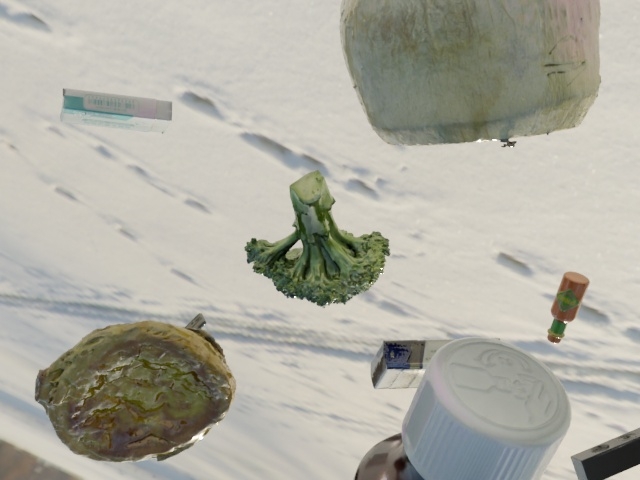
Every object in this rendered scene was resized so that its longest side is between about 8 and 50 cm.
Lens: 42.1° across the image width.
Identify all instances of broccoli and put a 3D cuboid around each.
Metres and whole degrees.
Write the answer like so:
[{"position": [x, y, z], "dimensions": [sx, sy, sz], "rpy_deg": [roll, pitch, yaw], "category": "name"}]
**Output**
[{"position": [0.031, 0.001, 2.192], "dimensions": [0.353, 0.274, 0.397], "rpy_deg": [1, 133, -31], "category": "broccoli"}]

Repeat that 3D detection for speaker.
[{"position": [0.503, 0.340, 1.348], "dimensions": [0.040, 0.191, 0.046], "rpy_deg": [163, 89, -79], "category": "speaker"}]

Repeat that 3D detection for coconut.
[{"position": [0.207, -0.330, 1.207], "dimensions": [0.405, 0.404, 0.404], "rpy_deg": [22, 159, 9], "category": "coconut"}]

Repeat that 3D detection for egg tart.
[{"position": [-0.315, 0.247, 1.453], "dimensions": [0.341, 0.129, 0.341], "rpy_deg": [-7, 129, -9], "category": "egg tart"}]

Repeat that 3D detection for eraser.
[{"position": [-0.437, -0.276, 1.774], "dimensions": [0.225, 0.052, 0.095], "rpy_deg": [4, 168, -20], "category": "eraser"}]

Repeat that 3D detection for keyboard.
[{"position": [-0.342, 0.242, 2.115], "dimensions": [0.015, 0.129, 0.049], "rpy_deg": [44, -179, -37], "category": "keyboard"}]

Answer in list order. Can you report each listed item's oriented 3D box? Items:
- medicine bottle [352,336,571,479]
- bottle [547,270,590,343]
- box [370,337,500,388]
[{"position": [0.159, 0.304, 1.027], "dimensions": [0.243, 0.242, 0.395], "rpy_deg": [20, 121, 12], "category": "medicine bottle"}, {"position": [0.611, 0.172, 2.075], "dimensions": [0.069, 0.187, 0.069], "rpy_deg": [10, -157, -4], "category": "bottle"}, {"position": [0.247, 0.268, 1.798], "dimensions": [0.259, 0.071, 0.168], "rpy_deg": [1, 154, -8], "category": "box"}]
